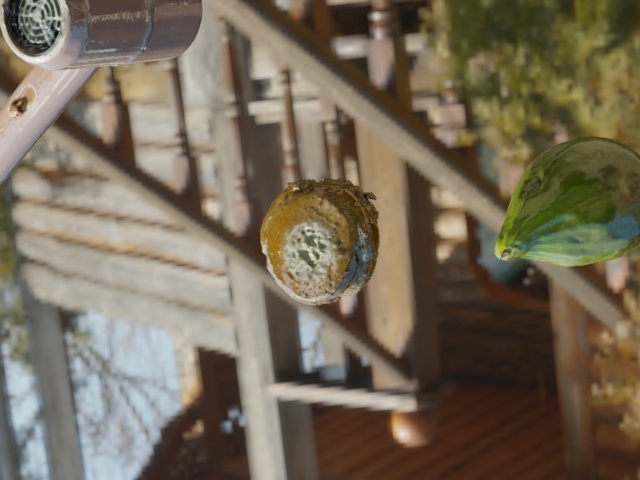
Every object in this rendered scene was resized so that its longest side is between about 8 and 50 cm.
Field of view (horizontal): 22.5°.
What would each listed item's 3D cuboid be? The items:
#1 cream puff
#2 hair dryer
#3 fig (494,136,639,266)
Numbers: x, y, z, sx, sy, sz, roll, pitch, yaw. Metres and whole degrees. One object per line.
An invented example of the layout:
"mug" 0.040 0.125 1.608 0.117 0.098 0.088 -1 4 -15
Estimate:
"cream puff" 0.004 0.000 1.727 0.126 0.144 0.103 16 -169 15
"hair dryer" -0.276 -0.141 1.571 0.344 0.107 0.189 -46 163 32
"fig" 0.303 -0.048 1.966 0.233 0.167 0.167 4 -175 -26
